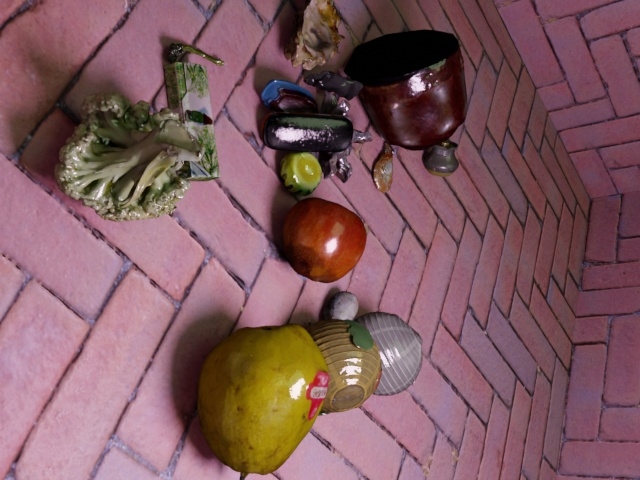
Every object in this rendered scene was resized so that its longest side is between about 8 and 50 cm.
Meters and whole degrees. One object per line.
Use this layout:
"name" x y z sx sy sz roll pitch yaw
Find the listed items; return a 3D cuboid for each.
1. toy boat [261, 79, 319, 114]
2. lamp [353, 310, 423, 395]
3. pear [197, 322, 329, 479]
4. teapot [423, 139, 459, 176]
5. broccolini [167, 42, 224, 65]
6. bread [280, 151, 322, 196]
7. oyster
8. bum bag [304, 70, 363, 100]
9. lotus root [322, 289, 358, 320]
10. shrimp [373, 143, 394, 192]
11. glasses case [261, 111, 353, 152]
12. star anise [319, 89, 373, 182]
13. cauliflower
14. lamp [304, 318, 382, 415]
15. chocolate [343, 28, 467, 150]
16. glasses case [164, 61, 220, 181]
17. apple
"toy boat" -0.084 -0.389 2.020 0.097 0.100 0.223 54 21 26
"lamp" 0.181 0.322 2.074 0.233 0.233 0.265 -43 112 -48
"pear" -0.136 0.360 1.628 0.287 0.287 0.375 8 95 -52
"teapot" 0.439 -0.308 2.655 0.165 0.130 0.119 -93 -171 -64
"broccolini" -0.305 -0.456 1.776 0.194 0.054 0.052 -13 74 -55
"bread" -0.057 -0.187 2.012 0.139 0.071 0.130 -46 115 -45
"oyster" -0.017 -0.604 2.147 0.221 0.096 0.361 47 48 -43
"bum bag" 0.046 -0.459 2.172 0.198 0.087 0.049 11 61 -41
"lotus root" 0.052 0.206 2.053 0.088 0.088 0.165 55 51 -30
"shrimp" 0.213 -0.243 2.406 0.091 0.043 0.184 39 54 -37
"glasses case" -0.033 -0.294 1.989 0.267 0.067 0.103 -1 113 -27
"star anise" 0.055 -0.305 2.158 0.212 0.129 0.282 55 50 -49
"cauliflower" -0.364 -0.184 1.446 0.260 0.281 0.327 46 38 2
"lamp" 0.024 0.308 1.891 0.250 0.250 0.284 39 13 -41
"chocolate" 0.293 -0.463 2.355 0.383 0.384 0.331 -57 142 -43
"glasses case" -0.300 -0.278 1.720 0.095 0.062 0.272 -5 85 -53
"apple" 0.000 0.000 1.936 0.230 0.230 0.230 16 69 -50
